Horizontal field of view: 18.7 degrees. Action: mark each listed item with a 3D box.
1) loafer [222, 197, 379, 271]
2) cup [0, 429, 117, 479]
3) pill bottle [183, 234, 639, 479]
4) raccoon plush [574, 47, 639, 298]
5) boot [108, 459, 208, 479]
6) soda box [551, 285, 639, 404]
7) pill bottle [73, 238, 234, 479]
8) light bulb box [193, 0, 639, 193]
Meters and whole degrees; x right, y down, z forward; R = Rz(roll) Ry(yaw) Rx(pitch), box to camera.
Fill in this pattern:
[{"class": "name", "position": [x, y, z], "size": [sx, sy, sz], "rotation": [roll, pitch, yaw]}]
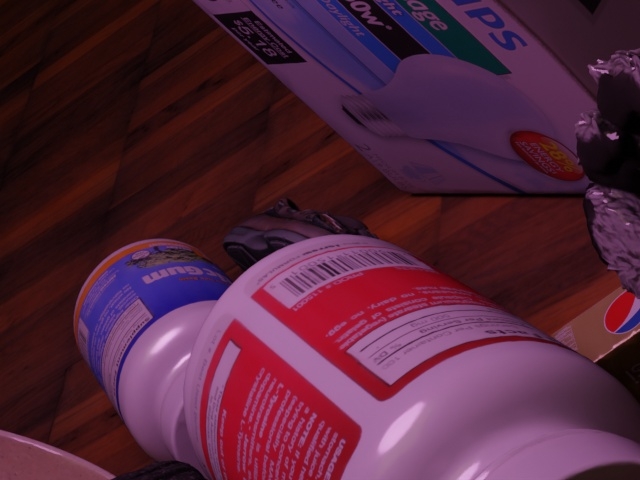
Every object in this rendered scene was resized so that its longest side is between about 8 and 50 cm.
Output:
[{"class": "loafer", "position": [0.000, 0.000, 1.726], "size": [0.084, 0.096, 0.267], "rotation": [-49, 25, -16]}, {"class": "cup", "position": [-0.322, 0.301, 1.599], "size": [0.331, 0.331, 0.237], "rotation": [30, 107, 62]}, {"class": "pill bottle", "position": [0.078, 0.152, 1.263], "size": [0.229, 0.229, 0.407], "rotation": [-49, 27, -4]}, {"class": "raccoon plush", "position": [0.365, -0.019, 1.190], "size": [0.299, 0.446, 0.216], "rotation": [-23, -23, -33]}, {"class": "boot", "position": [-0.163, 0.328, 1.349], "size": [0.131, 0.260, 0.348], "rotation": [136, 126, -58]}, {"class": "soda box", "position": [0.250, 0.049, 1.333], "size": [0.181, 0.061, 0.058], "rotation": [-37, 29, 19]}, {"class": "pill bottle", "position": [-0.110, 0.108, 1.670], "size": [0.152, 0.152, 0.272], "rotation": [-48, 28, -1]}, {"class": "light bulb box", "position": [0.116, -0.223, 1.561], "size": [0.361, 0.358, 0.225], "rotation": [2, 56, 57]}]
